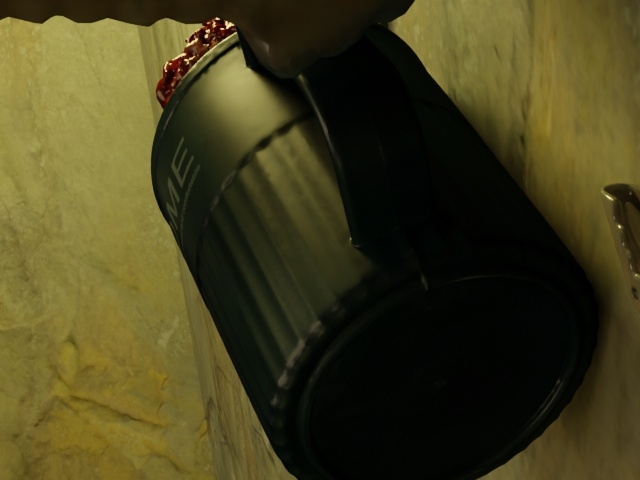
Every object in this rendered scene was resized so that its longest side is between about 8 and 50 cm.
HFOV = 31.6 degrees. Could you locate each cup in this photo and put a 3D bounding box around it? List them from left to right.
[{"bbox_3d":[0.038,-0.015,0.789,0.292,0.242,0.308,61,140,47],"label":"cup"}]

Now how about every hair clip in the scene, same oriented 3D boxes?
[{"bbox_3d":[0.199,0.058,0.587,0.226,0.034,0.072,-114,18,-44],"label":"hair clip"}]

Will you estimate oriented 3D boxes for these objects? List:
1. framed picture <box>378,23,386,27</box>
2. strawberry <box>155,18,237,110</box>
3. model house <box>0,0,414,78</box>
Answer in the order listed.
[{"bbox_3d":[-0.001,-0.334,1.102,0.296,0.019,0.232,-133,34,-65],"label":"framed picture"},{"bbox_3d":[-0.074,-0.159,1.180,0.184,0.201,0.187,-77,-30,-57],"label":"strawberry"},{"bbox_3d":[-0.050,-0.353,0.607,0.395,0.399,0.446,-110,25,-63],"label":"model house"}]
